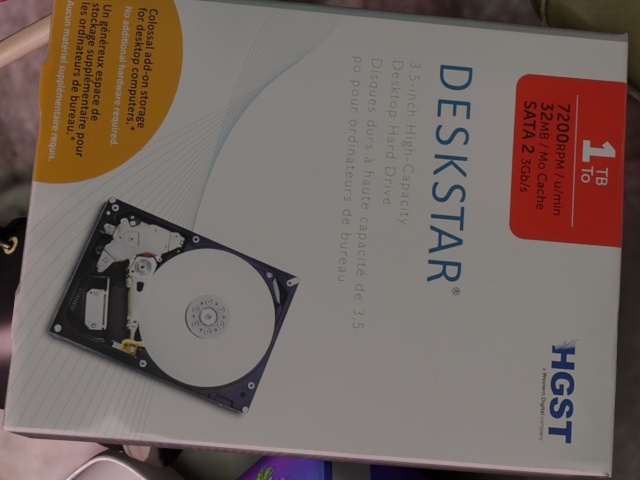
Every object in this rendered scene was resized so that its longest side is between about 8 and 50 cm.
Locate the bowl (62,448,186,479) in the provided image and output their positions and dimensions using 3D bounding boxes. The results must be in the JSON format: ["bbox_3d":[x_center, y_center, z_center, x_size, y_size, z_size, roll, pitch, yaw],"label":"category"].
[{"bbox_3d":[-0.101,0.189,0.748,0.142,0.053,0.142,44,113,-1],"label":"bowl"}]

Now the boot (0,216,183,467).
[{"bbox_3d":[-0.150,-0.005,0.683,0.178,0.085,0.236,6,108,18],"label":"boot"}]

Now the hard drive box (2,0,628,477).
[{"bbox_3d":[0.000,0.000,0.552,0.232,0.089,0.181,4,80,-4],"label":"hard drive box"}]

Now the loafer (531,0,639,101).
[{"bbox_3d":[0.159,-0.082,0.580,0.148,0.050,0.056,29,113,6],"label":"loafer"}]

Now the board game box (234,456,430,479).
[{"bbox_3d":[-0.028,0.265,0.693,0.233,0.078,0.347,36,116,-22],"label":"board game box"}]

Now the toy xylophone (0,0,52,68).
[{"bbox_3d":[-0.119,-0.216,0.603,0.322,0.081,0.236,-17,102,21],"label":"toy xylophone"}]
